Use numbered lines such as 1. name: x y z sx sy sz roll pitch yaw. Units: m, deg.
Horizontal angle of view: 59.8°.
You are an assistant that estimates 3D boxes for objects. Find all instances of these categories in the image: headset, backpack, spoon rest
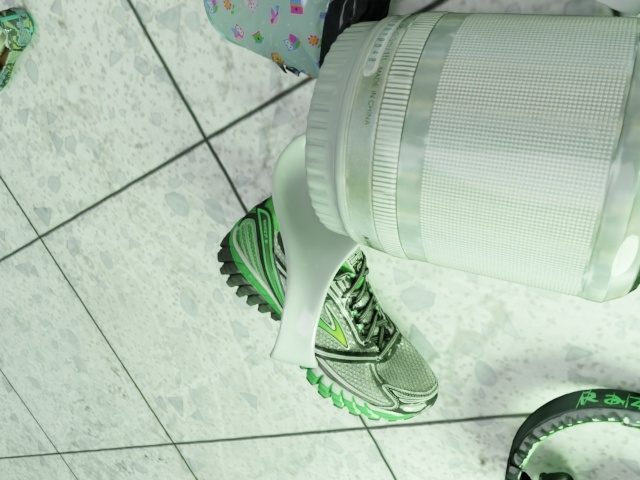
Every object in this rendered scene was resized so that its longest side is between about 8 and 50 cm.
1. headset: 0.346 0.360 0.687 0.243 0.185 0.394 11 105 21
2. backpack: -0.025 -0.246 0.561 0.182 0.115 0.152 29 129 17
3. spoon rest: 0.000 0.000 0.619 0.137 0.084 0.276 11 78 2

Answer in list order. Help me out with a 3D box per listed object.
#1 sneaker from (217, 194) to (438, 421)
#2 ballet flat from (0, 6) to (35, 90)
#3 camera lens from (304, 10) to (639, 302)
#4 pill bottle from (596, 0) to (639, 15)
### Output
1. sneaker: 0.020 0.084 0.702 0.343 0.134 0.146 44 128 3
2. ballet flat: -0.503 -0.287 0.852 0.188 0.070 0.070 -33 96 39
3. camera lens: 0.152 -0.078 0.479 0.274 0.219 0.219 13 121 24
4. pill bottle: 0.250 -0.277 0.374 0.124 0.124 0.221 34 127 10
